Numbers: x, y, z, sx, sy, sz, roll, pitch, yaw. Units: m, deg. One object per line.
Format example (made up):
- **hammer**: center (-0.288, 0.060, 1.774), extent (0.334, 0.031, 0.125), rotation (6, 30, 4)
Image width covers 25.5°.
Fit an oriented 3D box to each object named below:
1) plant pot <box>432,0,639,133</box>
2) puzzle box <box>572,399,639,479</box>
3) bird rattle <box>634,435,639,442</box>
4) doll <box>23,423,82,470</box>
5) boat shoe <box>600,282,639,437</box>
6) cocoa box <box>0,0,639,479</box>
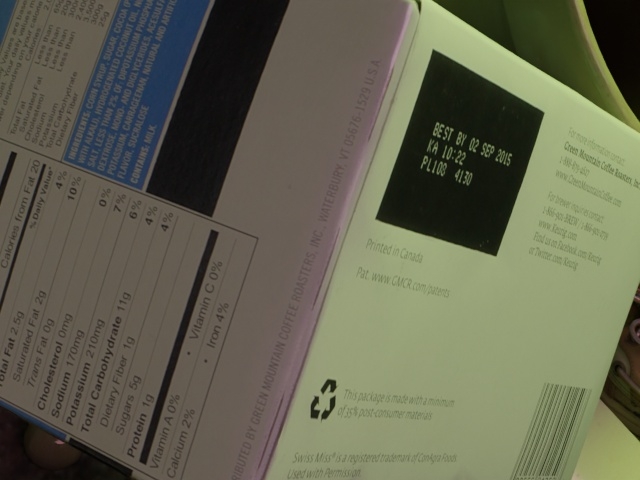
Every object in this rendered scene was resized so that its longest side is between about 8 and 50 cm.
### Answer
- **plant pot**: center (0.186, -0.162, 1.011), extent (0.323, 0.280, 0.323), rotation (5, 81, -36)
- **puzzle box**: center (0.055, 0.250, 0.916), extent (0.409, 0.052, 0.272), rotation (-43, 92, -21)
- **bird rattle**: center (0.192, 0.138, 1.104), extent (0.254, 0.143, 0.207), rotation (2, 71, -23)
- **doll**: center (-0.146, 0.051, 0.886), extent (0.129, 0.046, 0.189), rotation (21, 71, -31)
- **boat shoe**: center (0.275, 0.108, 1.018), extent (0.105, 0.089, 0.285), rotation (-26, 63, -34)
- **cocoa box**: center (0.000, 0.000, 0.737), extent (0.347, 0.228, 0.231), rotation (15, 94, -58)
